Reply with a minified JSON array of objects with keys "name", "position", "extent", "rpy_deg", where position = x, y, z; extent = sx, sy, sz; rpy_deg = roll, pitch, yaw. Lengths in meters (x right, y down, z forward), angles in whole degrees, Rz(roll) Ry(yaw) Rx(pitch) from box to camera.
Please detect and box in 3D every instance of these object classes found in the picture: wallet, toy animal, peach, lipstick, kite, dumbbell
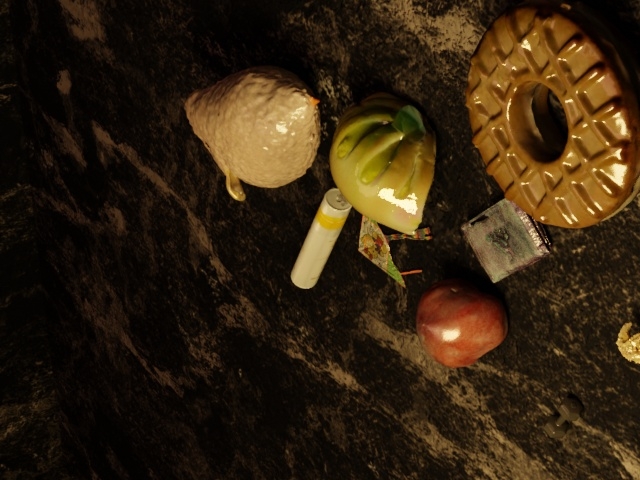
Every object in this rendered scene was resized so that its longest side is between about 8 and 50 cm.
[{"name":"wallet","position":[0.295,-0.004,1.936],"extent":[0.111,0.030,0.166],"rpy_deg":[61,150,4]},{"name":"toy animal","position":[-0.105,-0.212,2.290],"extent":[0.358,0.188,0.226],"rpy_deg":[-4,115,58]},{"name":"peach","position":[0.226,0.133,2.018],"extent":[0.152,0.152,0.152],"rpy_deg":[35,136,43]},{"name":"lipstick","position":[0.000,0.000,2.377],"extent":[0.059,0.059,0.264],"rpy_deg":[54,147,23]},{"name":"kite","position":[0.130,-0.007,2.218],"extent":[0.244,0.006,0.198],"rpy_deg":[-18,92,60]},{"name":"dumbbell","position":[0.388,0.284,1.956],"extent":[0.040,0.036,0.083],"rpy_deg":[55,147,25]}]

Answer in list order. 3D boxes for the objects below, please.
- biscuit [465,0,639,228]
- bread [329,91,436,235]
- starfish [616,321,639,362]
[{"name":"biscuit","position":[0.330,-0.174,1.706],"extent":[0.332,0.103,0.332],"rpy_deg":[36,137,42]},{"name":"bread","position":[0.101,-0.133,2.042],"extent":[0.260,0.156,0.158],"rpy_deg":[50,146,28]},{"name":"starfish","position":[0.529,0.135,1.621],"extent":[0.302,0.060,0.299],"rpy_deg":[63,143,21]}]
